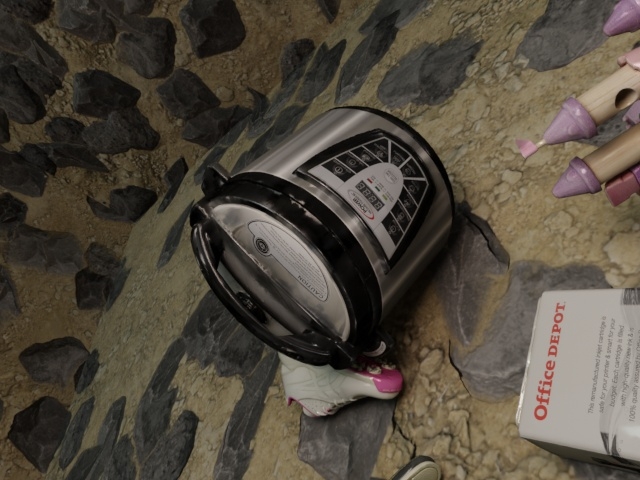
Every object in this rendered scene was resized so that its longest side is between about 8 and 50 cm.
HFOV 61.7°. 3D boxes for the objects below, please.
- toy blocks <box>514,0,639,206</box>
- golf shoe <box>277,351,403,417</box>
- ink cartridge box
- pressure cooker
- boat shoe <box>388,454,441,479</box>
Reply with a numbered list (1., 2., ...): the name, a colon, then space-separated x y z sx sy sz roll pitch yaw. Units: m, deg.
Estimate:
1. toy blocks: 0.410 -0.129 0.683 0.260 0.289 0.309 -37 38 19
2. golf shoe: 0.033 0.277 1.023 0.306 0.115 0.140 0 86 51
3. ink cartridge box: 0.386 0.161 0.605 0.273 0.114 0.197 -8 55 50
4. pressure cooker: -0.001 0.004 0.957 0.370 0.375 0.420 17 46 37
5. boat shoe: 0.088 0.404 0.818 0.233 0.084 0.079 -51 31 12
